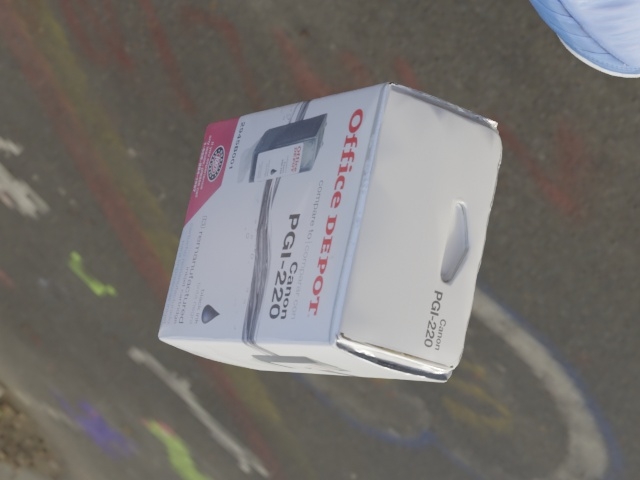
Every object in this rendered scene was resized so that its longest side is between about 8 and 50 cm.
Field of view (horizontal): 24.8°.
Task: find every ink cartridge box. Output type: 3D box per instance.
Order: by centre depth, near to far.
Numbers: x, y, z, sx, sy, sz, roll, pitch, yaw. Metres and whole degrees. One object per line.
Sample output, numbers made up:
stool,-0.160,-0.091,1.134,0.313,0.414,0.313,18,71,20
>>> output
ink cartridge box,0.000,0.000,0.902,0.092,0.159,0.218,19,167,-32

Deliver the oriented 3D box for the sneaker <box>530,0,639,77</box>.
sneaker,0.082,-0.127,0.489,0.080,0.081,0.211,-12,136,19
